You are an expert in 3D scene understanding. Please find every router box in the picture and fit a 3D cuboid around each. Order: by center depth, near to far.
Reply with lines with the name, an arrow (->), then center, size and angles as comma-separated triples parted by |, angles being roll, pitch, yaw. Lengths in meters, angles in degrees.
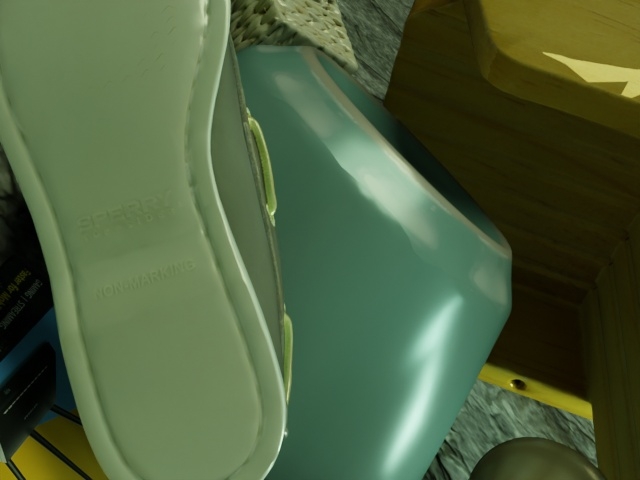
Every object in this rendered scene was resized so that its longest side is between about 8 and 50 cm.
router box -> -0.127, 0.096, 0.434 | 0.133, 0.046, 0.179 | 43, 21, -12

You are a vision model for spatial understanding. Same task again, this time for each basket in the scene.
basket -> -0.066, -0.142, 0.810 | 0.113, 0.167, 0.103 | 21, 39, -48

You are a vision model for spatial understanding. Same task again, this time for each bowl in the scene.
bowl -> 0.000, 0.000, 0.621 | 0.311, 0.163, 0.311 | 44, 12, -12

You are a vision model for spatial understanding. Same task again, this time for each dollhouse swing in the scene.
dollhouse swing -> 0.154, 0.050, 0.701 | 0.315, 0.346, 0.305 | 20, 55, 5

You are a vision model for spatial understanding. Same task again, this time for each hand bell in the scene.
hand bell -> 0.072, 0.203, 0.589 | 0.242, 0.126, 0.126 | -6, 55, -48

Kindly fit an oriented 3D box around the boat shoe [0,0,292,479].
boat shoe -> -0.078, -0.035, 0.451 | 0.091, 0.109, 0.304 | 67, 11, -83
